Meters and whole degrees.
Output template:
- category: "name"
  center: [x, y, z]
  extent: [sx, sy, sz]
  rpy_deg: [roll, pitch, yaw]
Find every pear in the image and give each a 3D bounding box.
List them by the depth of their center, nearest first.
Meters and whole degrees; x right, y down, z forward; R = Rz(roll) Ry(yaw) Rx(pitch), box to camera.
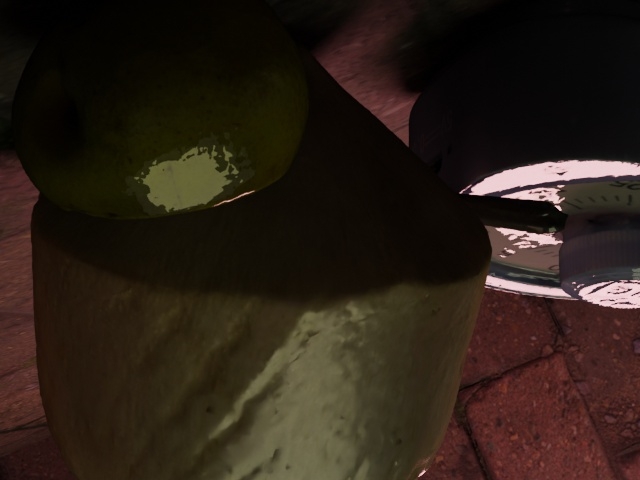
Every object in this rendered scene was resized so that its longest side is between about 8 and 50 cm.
- category: "pear"
  center: [-0.076, -0.077, 0.660]
  extent: [0.141, 0.104, 0.141]
  rpy_deg: [-3, -159, 1]

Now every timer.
- category: "timer"
  center: [0.248, -0.035, 1.157]
  extent: [0.394, 0.173, 0.395]
  rpy_deg: [1, 163, 0]

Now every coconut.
- category: "coconut"
  center: [-0.041, 0.026, 0.904]
  extent: [0.328, 0.329, 0.329]
  rpy_deg: [-22, 173, -3]

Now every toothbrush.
- category: "toothbrush"
  center: [0.036, -0.031, 1.044]
  extent: [0.297, 0.031, 0.030]
  rpy_deg: [7, 180, 22]
